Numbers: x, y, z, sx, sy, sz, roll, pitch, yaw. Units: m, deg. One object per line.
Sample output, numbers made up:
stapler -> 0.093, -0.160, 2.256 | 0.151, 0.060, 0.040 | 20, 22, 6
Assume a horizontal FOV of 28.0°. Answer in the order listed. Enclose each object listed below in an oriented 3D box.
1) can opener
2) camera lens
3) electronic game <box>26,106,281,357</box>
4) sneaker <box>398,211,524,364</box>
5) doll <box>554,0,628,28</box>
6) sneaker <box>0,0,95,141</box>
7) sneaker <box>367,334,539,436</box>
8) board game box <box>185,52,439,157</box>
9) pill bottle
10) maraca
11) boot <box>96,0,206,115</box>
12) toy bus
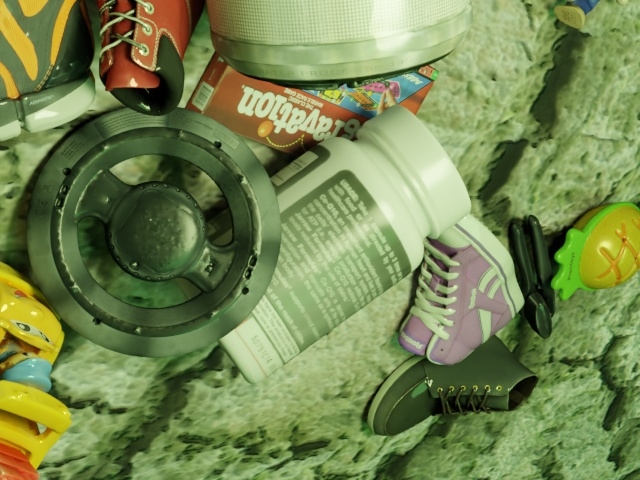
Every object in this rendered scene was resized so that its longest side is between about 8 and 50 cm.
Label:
can opener -> 0.287, 0.042, 1.705 | 0.059, 0.073, 0.186 | -25, 125, -18
camera lens -> 0.007, -0.272, 1.032 | 0.219, 0.219, 0.274 | -22, 117, -32
electronic game -> -0.149, -0.008, 1.158 | 0.229, 0.048, 0.229 | -1, 93, -12
sneaker -> 0.152, 0.063, 1.556 | 0.161, 0.102, 0.282 | -42, 140, -7
doll -> 0.341, -0.324, 1.485 | 0.189, 0.046, 0.129 | -43, 131, -20
sneaker -> -0.313, -0.145, 0.943 | 0.321, 0.125, 0.180 | -32, 134, -39
sneaker -> 0.172, 0.199, 1.661 | 0.222, 0.118, 0.083 | -33, 138, -22
board game box -> 0.000, -0.152, 1.299 | 0.281, 0.027, 0.145 | 16, 108, -49
pill bottle -> 0.000, 0.000, 1.280 | 0.283, 0.161, 0.161 | -35, 139, -7
maraca -> 0.376, 0.014, 1.731 | 0.186, 0.099, 0.127 | -21, 122, -36
boot -> -0.154, -0.217, 0.981 | 0.244, 0.088, 0.176 | 65, 25, -48
toy bus -> -0.291, 0.151, 1.101 | 0.220, 0.211, 0.149 | -53, 140, -1
